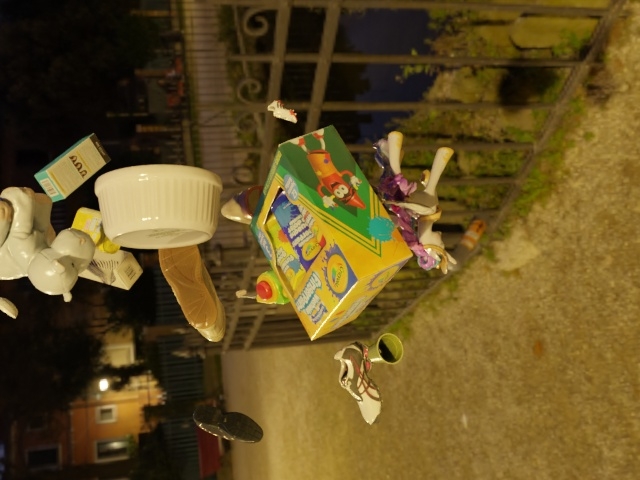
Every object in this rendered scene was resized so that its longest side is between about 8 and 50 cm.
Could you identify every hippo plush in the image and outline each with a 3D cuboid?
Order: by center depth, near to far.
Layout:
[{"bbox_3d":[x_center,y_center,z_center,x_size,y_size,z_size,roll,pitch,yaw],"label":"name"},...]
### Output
[{"bbox_3d":[-0.685,0.019,1.695,0.294,0.237,0.234,-55,-23,-36],"label":"hippo plush"}]

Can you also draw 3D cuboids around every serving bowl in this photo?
[{"bbox_3d":[-0.898,0.187,2.024,0.027,0.083,0.083,-55,-5,-25],"label":"serving bowl"}]

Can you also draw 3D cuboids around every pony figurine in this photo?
[{"bbox_3d":[0.230,-0.104,1.941,0.303,0.351,0.363,-28,56,54],"label":"pony figurine"}]

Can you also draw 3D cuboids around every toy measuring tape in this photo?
[{"bbox_3d":[-0.205,0.158,2.519,0.330,0.121,0.121,1,95,50],"label":"toy measuring tape"}]

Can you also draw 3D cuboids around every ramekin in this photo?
[{"bbox_3d":[-0.341,-0.064,1.509,0.273,0.273,0.127,133,133,-73],"label":"ramekin"}]

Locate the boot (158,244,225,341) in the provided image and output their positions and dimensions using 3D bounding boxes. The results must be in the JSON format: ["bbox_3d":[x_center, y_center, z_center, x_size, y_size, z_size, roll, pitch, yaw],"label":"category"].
[{"bbox_3d":[-0.301,0.109,1.700,0.203,0.095,0.262,86,159,-71],"label":"boot"}]

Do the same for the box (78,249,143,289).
[{"bbox_3d":[-0.774,0.083,2.506,0.094,0.275,0.113,-59,-36,-33],"label":"box"}]

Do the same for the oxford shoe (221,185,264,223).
[{"bbox_3d":[-0.153,-0.114,2.314,0.147,0.397,0.140,-11,80,37],"label":"oxford shoe"}]

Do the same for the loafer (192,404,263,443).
[{"bbox_3d":[-0.210,0.430,1.634,0.061,0.170,0.062,93,-159,-51],"label":"loafer"}]

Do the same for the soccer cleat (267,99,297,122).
[{"bbox_3d":[-0.084,-0.281,1.567,0.083,0.036,0.029,44,157,31],"label":"soccer cleat"}]

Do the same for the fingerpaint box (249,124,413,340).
[{"bbox_3d":[0.000,0.000,1.765,0.371,0.163,0.445,60,155,14],"label":"fingerpaint box"}]

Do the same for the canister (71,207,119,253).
[{"bbox_3d":[-0.708,-0.034,2.249,0.073,0.170,0.126,27,-101,-57],"label":"canister"}]

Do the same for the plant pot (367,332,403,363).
[{"bbox_3d":[0.168,0.299,1.916,0.079,0.083,0.083,-32,61,56],"label":"plant pot"}]

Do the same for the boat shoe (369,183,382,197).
[{"bbox_3d":[0.055,-0.143,1.955,0.079,0.233,0.084,-44,-32,-80],"label":"boat shoe"}]

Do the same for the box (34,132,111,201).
[{"bbox_3d":[-0.758,-0.227,2.178,0.100,0.060,0.244,62,-146,-24],"label":"box"}]

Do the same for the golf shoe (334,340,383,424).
[{"bbox_3d":[0.117,0.465,2.270,0.105,0.120,0.272,-13,90,60],"label":"golf shoe"}]
